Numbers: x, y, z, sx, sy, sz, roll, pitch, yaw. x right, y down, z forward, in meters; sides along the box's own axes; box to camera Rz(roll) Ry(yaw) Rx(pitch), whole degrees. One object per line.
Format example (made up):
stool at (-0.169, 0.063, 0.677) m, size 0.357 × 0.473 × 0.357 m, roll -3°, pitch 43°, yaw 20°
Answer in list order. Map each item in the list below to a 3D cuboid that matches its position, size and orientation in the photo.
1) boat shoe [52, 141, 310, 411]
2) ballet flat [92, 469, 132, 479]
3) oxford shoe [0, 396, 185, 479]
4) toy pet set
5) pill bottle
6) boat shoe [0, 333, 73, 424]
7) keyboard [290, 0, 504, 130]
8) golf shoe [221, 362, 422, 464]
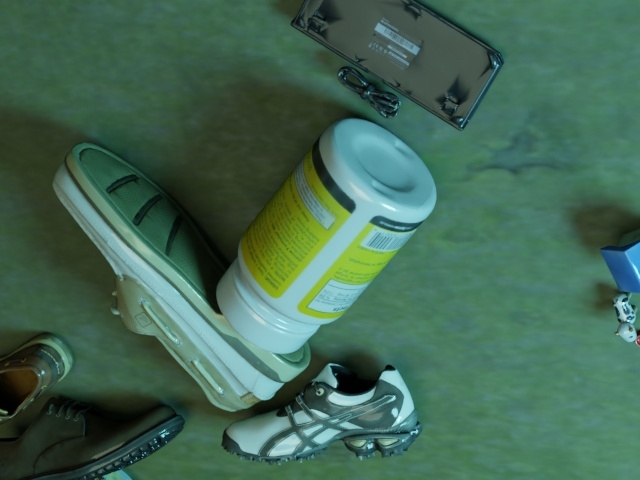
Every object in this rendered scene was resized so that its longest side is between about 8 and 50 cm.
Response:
boat shoe at (-0.151, 0.043, 1.694) m, size 0.302 × 0.113 × 0.103 m, roll 46°, pitch 116°, yaw -4°
ballet flat at (-0.199, 0.327, 1.872) m, size 0.070 × 0.070 × 0.188 m, roll -16°, pitch 106°, yaw 27°
oxford shoe at (-0.246, 0.200, 1.825) m, size 0.227 × 0.083 × 0.096 m, roll -19°, pitch 84°, yaw 17°
toy pet set at (0.301, 0.043, 1.540) m, size 0.122 × 0.065 × 0.114 m, roll -21°, pitch 104°, yaw 28°
pill bottle at (0.000, 0.000, 1.610) m, size 0.119 × 0.119 × 0.208 m, roll 40°, pitch 121°, yaw 0°
boat shoe at (-0.333, 0.157, 1.849) m, size 0.178 × 0.060 × 0.064 m, roll -33°, pitch 98°, yaw 31°
keyboard at (0.062, -0.164, 1.567) m, size 0.180 × 0.023 × 0.108 m, roll 33°, pitch 115°, yaw 6°
golf shoe at (-0.003, 0.161, 1.718) m, size 0.198 × 0.077 × 0.094 m, roll -7°, pitch 105°, yaw 15°
